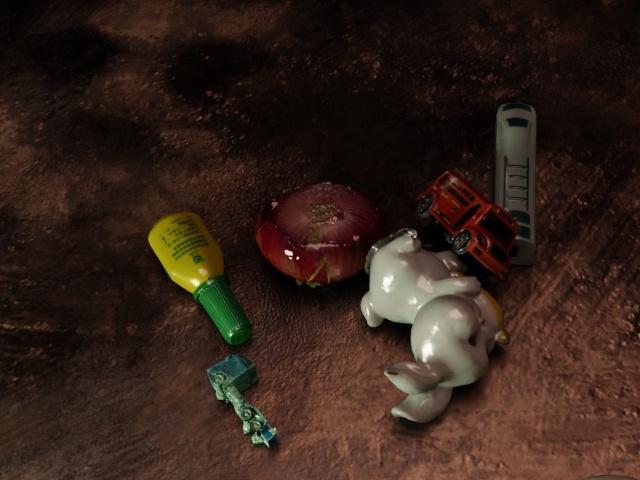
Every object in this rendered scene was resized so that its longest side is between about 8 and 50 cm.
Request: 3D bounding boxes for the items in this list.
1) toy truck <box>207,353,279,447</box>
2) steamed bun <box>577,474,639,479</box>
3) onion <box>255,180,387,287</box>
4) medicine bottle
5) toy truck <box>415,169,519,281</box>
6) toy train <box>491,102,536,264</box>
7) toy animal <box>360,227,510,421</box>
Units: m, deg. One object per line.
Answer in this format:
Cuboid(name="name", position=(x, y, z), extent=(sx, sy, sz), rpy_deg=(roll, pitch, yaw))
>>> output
Cuboid(name="toy truck", position=(-0.120, 0.276, 1.839), extent=(0.081, 0.067, 0.175), rpy_deg=(-33, 58, -18))
Cuboid(name="steamed bun", position=(0.443, 0.496, 1.481), extent=(0.232, 0.312, 0.334), rpy_deg=(-7, 62, 5))
Cuboid(name="onion", position=(0.000, -0.011, 1.977), extent=(0.248, 0.161, 0.248), rpy_deg=(4, 53, -5))
Cuboid(name="medicine bottle", position=(-0.219, 0.068, 1.991), extent=(0.111, 0.076, 0.309), rpy_deg=(-29, 56, -11))
Cuboid(name="toy truck", position=(0.274, -0.031, 1.926), extent=(0.114, 0.107, 0.253), rpy_deg=(-48, 29, 6))
Cuboid(name="toy train", position=(0.379, -0.141, 2.075), extent=(0.086, 0.088, 0.407), rpy_deg=(3, 54, 8))
Cuboid(name="toy animal", position=(0.193, 0.142, 1.843), extent=(0.247, 0.183, 0.310), rpy_deg=(-21, 60, -3))
